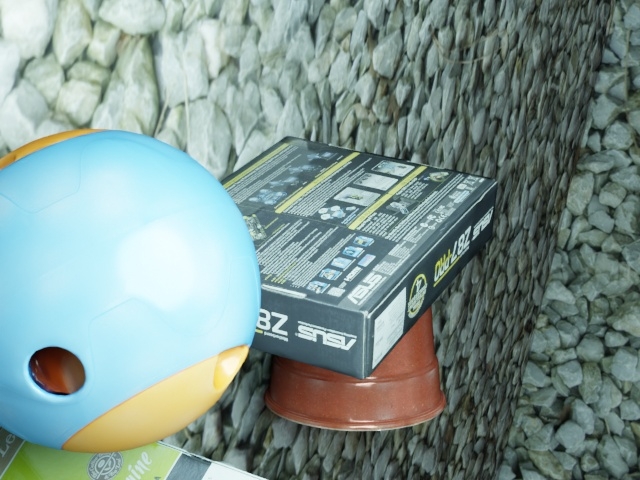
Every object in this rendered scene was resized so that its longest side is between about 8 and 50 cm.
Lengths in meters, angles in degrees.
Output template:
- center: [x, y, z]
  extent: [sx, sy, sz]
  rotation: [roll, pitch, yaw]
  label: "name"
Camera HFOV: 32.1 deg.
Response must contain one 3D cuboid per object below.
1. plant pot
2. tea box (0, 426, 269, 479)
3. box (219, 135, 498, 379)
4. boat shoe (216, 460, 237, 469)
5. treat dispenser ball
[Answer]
- center: [0.054, 0.106, 1.629]
  extent: [0.272, 0.272, 0.265]
  rotation: [-19, 113, -62]
  label: "plant pot"
- center: [-0.218, 0.376, 1.088]
  extent: [0.329, 0.323, 0.220]
  rotation: [-60, 151, -28]
  label: "tea box"
- center: [0.000, 0.000, 1.354]
  extent: [0.395, 0.318, 0.097]
  rotation: [-42, 140, -52]
  label: "box"
- center: [-0.197, 0.425, 1.426]
  extent: [0.306, 0.113, 0.105]
  rotation: [-60, 149, 3]
  label: "boat shoe"
- center: [-0.196, 0.044, 0.992]
  extent: [0.288, 0.288, 0.288]
  rotation: [-43, 140, -50]
  label: "treat dispenser ball"
